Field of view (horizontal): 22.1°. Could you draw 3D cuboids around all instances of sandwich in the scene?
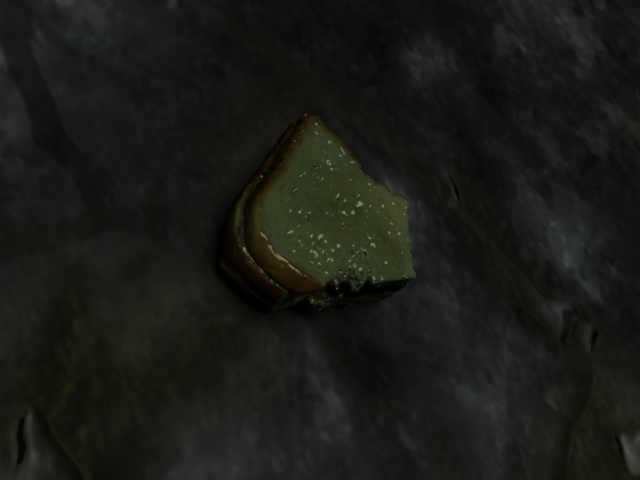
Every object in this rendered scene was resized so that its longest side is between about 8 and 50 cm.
[{"bbox_3d":[0.000,0.000,0.776,0.093,0.036,0.105,44,41,-8],"label":"sandwich"}]
